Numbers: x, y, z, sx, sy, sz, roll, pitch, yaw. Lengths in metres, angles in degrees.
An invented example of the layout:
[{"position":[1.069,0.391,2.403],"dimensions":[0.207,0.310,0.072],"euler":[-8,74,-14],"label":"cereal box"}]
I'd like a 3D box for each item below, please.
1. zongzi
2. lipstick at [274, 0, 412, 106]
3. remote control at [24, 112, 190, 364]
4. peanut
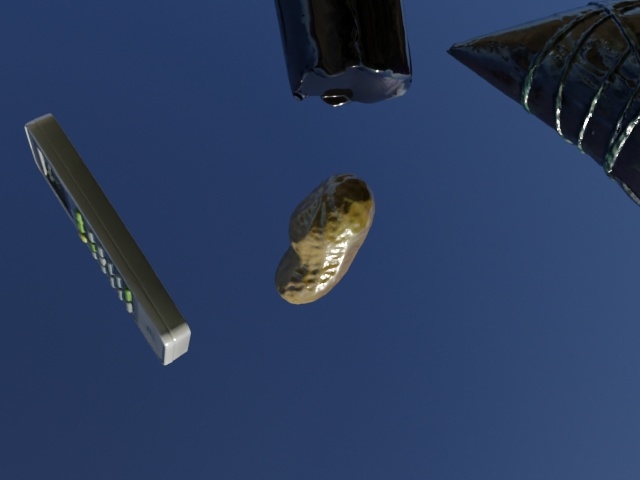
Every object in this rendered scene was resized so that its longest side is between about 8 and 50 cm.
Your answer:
[{"position":[0.372,-0.207,1.118],"dimensions":[0.362,0.319,0.383],"euler":[-8,-131,-4],"label":"zongzi"},{"position":[-0.013,-0.281,0.460],"dimensions":[0.077,0.077,0.418],"euler":[-5,-96,-37],"label":"lipstick"},{"position":[-0.199,0.000,0.787],"dimensions":[0.034,0.103,0.250],"euler":[-30,-100,-20],"label":"remote control"},{"position":[0.000,0.000,1.179],"dimensions":[0.108,0.226,0.095],"euler":[10,-144,-22],"label":"peanut"}]
